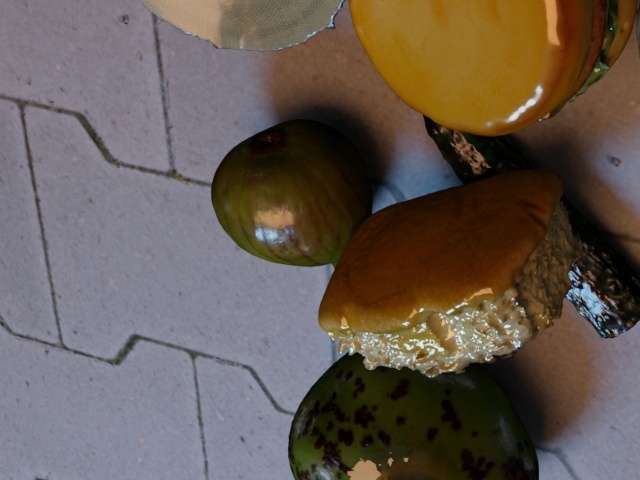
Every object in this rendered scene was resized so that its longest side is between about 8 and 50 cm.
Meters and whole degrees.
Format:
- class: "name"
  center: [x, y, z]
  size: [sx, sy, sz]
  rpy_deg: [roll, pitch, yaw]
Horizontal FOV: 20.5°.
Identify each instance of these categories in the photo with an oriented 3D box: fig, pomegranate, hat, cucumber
- class: "fig"
  center: [0.000, 0.000, 1.732]
  size: [0.151, 0.151, 0.259]
  rpy_deg: [-2, 135, 32]
- class: "pomegranate"
  center: [0.091, 0.227, 1.758]
  size: [0.254, 0.270, 0.254]
  rpy_deg: [0, 109, 1]
- class: "hat"
  center: [-0.070, -0.295, 1.572]
  size: [0.252, 0.110, 0.252]
  rpy_deg: [15, 138, 14]
- class: "cucumber"
  center: [0.191, -0.032, 1.638]
  size: [0.293, 0.067, 0.067]
  rpy_deg: [47, 133, -6]

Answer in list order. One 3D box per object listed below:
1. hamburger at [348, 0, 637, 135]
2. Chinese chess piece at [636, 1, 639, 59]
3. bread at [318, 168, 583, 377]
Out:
- class: "hamburger"
  center: [0.149, -0.215, 1.457]
  size: [0.246, 0.170, 0.246]
  rpy_deg: [22, 126, 33]
- class: "Chinese chess piece"
  center: [0.365, -0.167, 1.417]
  size: [0.237, 0.092, 0.238]
  rpy_deg: [16, 128, 22]
- class: "bread"
  center: [0.117, 0.028, 1.578]
  size: [0.121, 0.174, 0.245]
  rpy_deg: [42, 145, -26]
